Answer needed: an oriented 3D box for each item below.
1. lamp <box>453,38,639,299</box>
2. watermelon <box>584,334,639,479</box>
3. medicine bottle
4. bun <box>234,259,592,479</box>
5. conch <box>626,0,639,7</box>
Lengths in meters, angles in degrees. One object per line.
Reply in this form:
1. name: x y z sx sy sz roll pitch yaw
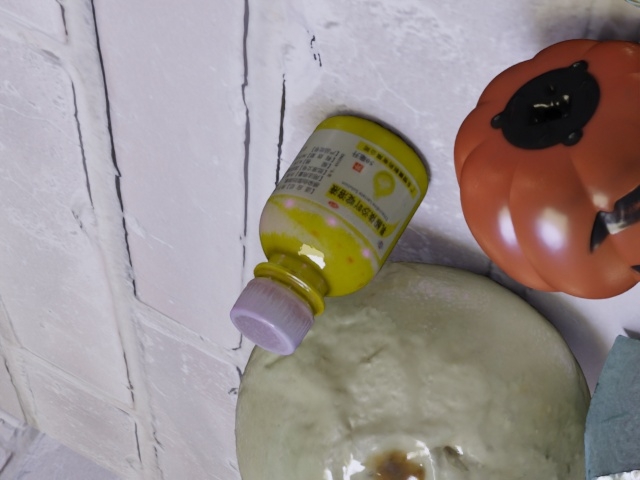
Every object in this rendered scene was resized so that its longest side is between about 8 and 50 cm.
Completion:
1. lamp: 0.193 -0.046 1.053 0.188 0.187 0.164 9 148 41
2. watermelon: 0.404 0.220 1.301 0.387 0.228 0.258 50 125 12
3. medicine bottle: 0.000 0.000 1.330 0.122 0.212 0.122 26 155 13
4. bun: 0.087 0.205 1.442 0.364 0.364 0.202 35 -162 -6
5. conch: 0.229 -0.185 0.818 0.172 0.131 0.200 -1 177 10
